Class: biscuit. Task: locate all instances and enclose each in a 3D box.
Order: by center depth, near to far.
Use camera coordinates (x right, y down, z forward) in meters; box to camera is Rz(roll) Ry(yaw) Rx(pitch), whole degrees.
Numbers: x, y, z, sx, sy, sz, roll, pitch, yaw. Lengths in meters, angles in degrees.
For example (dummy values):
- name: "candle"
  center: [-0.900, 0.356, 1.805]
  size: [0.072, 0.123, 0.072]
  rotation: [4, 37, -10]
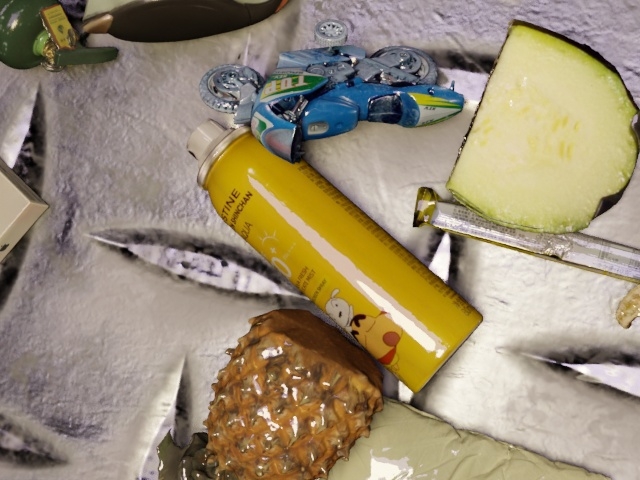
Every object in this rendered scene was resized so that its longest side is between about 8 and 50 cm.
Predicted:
- name: "biscuit"
  center: [0.233, 0.002, 0.942]
  size: [0.292, 0.026, 0.048]
  rotation: [16, 86, 12]

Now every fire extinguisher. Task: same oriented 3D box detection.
- name: "fire extinguisher"
  center: [-0.377, -0.278, 1.058]
  size: [0.311, 0.114, 0.095]
  rotation: [37, 133, 13]

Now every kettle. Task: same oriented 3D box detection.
- name: "kettle"
  center: [-0.146, -0.344, 0.988]
  size: [0.240, 0.165, 0.255]
  rotation: [-9, 84, -18]

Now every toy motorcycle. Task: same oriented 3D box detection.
- name: "toy motorcycle"
  center: [0.011, -0.141, 0.934]
  size: [0.254, 0.092, 0.135]
  rotation: [-9, 51, -12]

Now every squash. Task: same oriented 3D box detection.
- name: "squash"
  center: [0.219, -0.100, 0.939]
  size: [0.184, 0.085, 0.192]
  rotation: [22, 93, -16]

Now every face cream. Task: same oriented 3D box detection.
- name: "face cream"
  center: [0.000, 0.000, 0.950]
  size: [0.349, 0.105, 0.105]
  rotation: [42, 95, 11]

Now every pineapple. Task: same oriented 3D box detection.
- name: "pineapple"
  center: [-0.088, 0.238, 0.910]
  size: [0.165, 0.165, 0.364]
  rotation: [37, 104, 12]

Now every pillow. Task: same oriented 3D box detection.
- name: "pillow"
  center: [0.111, 0.313, 0.920]
  size: [0.281, 0.076, 0.274]
  rotation: [20, 88, 12]

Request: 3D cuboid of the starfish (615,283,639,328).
- name: "starfish"
  center: [0.397, 0.043, 0.879]
  size: [0.238, 0.071, 0.216]
  rotation: [-9, 87, 7]

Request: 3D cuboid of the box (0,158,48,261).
- name: "box"
  center: [-0.400, -0.035, 1.063]
  size: [0.130, 0.051, 0.129]
  rotation: [43, 95, 12]
